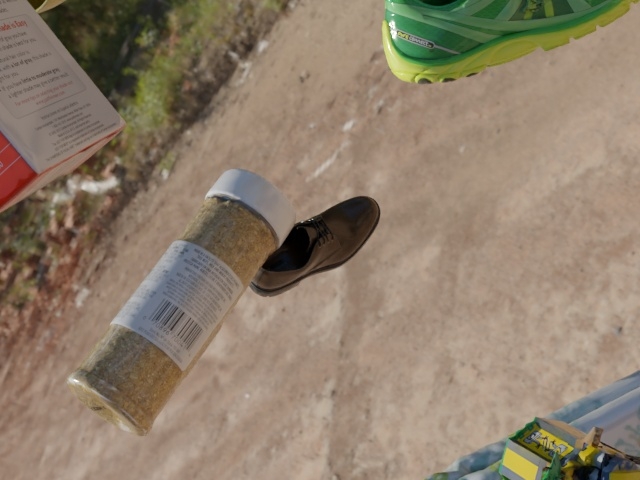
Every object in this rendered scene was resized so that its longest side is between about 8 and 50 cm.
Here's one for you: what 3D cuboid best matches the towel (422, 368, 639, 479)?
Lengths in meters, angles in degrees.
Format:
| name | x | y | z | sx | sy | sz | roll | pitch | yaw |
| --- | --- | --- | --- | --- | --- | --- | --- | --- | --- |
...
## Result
| name | x | y | z | sx | sy | sz | roll | pitch | yaw |
| --- | --- | --- | --- | --- | --- | --- | --- | --- | --- |
| towel | 0.309 | 0.323 | 0.969 | 0.374 | 0.321 | 0.090 | -25 | 10 | -8 |

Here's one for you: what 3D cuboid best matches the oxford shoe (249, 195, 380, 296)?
| name | x | y | z | sx | sy | sz | roll | pitch | yaw |
| --- | --- | --- | --- | --- | --- | --- | --- | --- | --- |
| oxford shoe | 0.000 | 0.000 | 1.313 | 0.227 | 0.083 | 0.096 | -35 | -14 | -20 |

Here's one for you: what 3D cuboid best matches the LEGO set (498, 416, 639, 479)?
| name | x | y | z | sx | sy | sz | roll | pitch | yaw |
| --- | --- | --- | --- | --- | --- | --- | --- | --- | --- |
| LEGO set | 0.260 | 0.258 | 0.579 | 0.255 | 0.331 | 0.192 | -67 | 23 | -2 |

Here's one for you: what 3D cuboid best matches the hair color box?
| name | x | y | z | sx | sy | sz | roll | pitch | yaw |
| --- | --- | --- | --- | --- | --- | --- | --- | --- | --- |
| hair color box | -0.183 | -0.098 | 0.444 | 0.053 | 0.167 | 0.093 | -33 | 9 | 24 |

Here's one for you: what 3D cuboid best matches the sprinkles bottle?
| name | x | y | z | sx | sy | sz | roll | pitch | yaw |
| --- | --- | --- | --- | --- | --- | --- | --- | --- | --- |
| sprinkles bottle | -0.170 | 0.071 | 1.165 | 0.355 | 0.121 | 0.121 | -56 | 17 | -26 |

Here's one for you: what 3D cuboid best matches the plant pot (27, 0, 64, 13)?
| name | x | y | z | sx | sy | sz | roll | pitch | yaw |
| --- | --- | --- | --- | --- | --- | --- | --- | --- | --- |
| plant pot | -0.337 | -0.346 | 1.118 | 0.134 | 0.134 | 0.095 | -51 | -14 | 32 |

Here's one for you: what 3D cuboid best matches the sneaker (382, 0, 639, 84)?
| name | x | y | z | sx | sy | sz | roll | pitch | yaw |
| --- | --- | --- | --- | --- | --- | --- | --- | --- | --- |
| sneaker | 0.199 | -0.250 | 0.897 | 0.295 | 0.124 | 0.109 | -22 | 23 | -4 |
